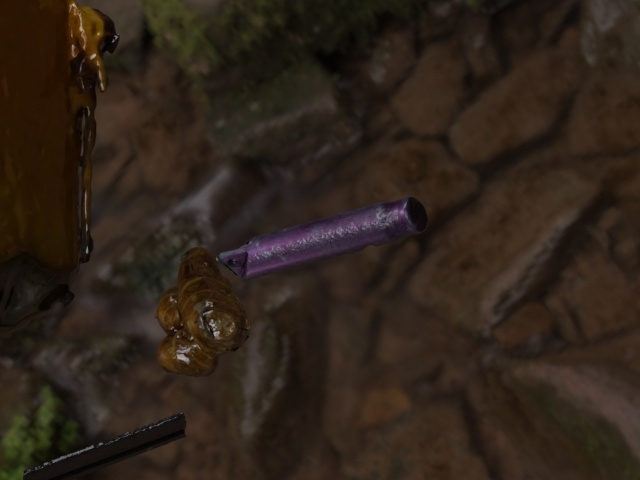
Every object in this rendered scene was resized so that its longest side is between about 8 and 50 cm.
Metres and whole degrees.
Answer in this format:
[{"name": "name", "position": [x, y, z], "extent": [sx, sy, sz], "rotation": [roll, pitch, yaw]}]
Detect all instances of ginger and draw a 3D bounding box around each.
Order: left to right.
[{"name": "ginger", "position": [-0.119, 0.082, 1.584], "extent": [0.103, 0.073, 0.162], "rotation": [-55, 27, 18]}]

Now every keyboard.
[{"name": "keyboard", "position": [-0.244, 0.239, 1.802], "extent": [0.195, 0.060, 0.018], "rotation": [-19, 65, -18]}]

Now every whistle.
[{"name": "whistle", "position": [0.000, 0.000, 1.216], "extent": [0.176, 0.033, 0.033], "rotation": [-14, 48, 28]}]

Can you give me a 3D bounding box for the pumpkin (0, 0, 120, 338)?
[{"name": "pumpkin", "position": [-0.261, -0.069, 0.689], "extent": [0.303, 0.225, 0.256], "rotation": [32, 94, 27]}]
